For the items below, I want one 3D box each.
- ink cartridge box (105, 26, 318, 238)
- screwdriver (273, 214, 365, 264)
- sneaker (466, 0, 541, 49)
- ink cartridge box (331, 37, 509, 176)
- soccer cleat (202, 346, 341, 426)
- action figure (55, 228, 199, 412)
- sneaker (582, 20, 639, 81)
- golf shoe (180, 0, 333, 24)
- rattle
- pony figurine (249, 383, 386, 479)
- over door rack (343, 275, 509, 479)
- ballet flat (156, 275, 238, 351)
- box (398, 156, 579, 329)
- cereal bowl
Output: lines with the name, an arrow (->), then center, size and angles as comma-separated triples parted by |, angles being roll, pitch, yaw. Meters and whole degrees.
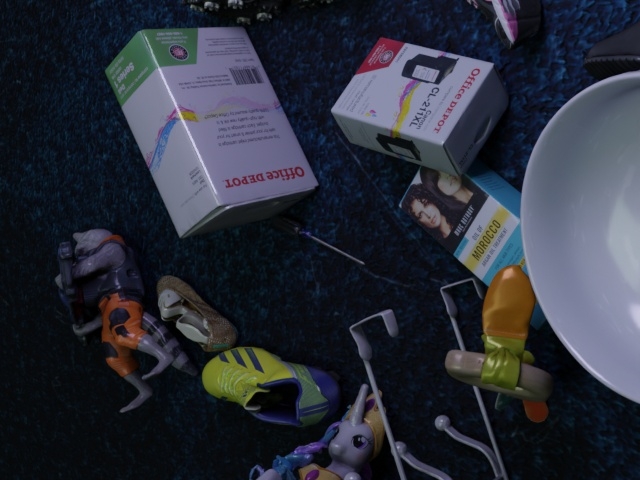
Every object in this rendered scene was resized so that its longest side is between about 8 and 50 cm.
ink cartridge box -> -0.155, -0.160, 1.385 | 0.117, 0.201, 0.278 | -34, 78, 42
screwdriver -> 0.000, 0.000, 1.414 | 0.169, 0.025, 0.024 | 25, 115, 26
sneaker -> 0.198, -0.303, 1.137 | 0.077, 0.072, 0.178 | -36, 67, 53
ink cartridge box -> 0.123, -0.168, 1.180 | 0.175, 0.072, 0.127 | 22, 71, 37
soccer cleat -> -0.098, 0.225, 1.478 | 0.289, 0.121, 0.094 | 4, 103, 42
action figure -> -0.358, 0.130, 1.710 | 0.341, 0.178, 0.330 | 113, 135, -65
sneaker -> 0.409, -0.217, 0.934 | 0.330, 0.122, 0.146 | 2, 72, 55
golf shoe -> -0.083, -0.380, 1.357 | 0.272, 0.105, 0.120 | -2, 83, 37
rattle -> 0.234, 0.131, 1.156 | 0.130, 0.199, 0.143 | -15, 64, 34
pony figurine -> 0.005, 0.420, 1.325 | 0.302, 0.363, 0.351 | 10, 122, 33
over door rack -> 0.129, 0.222, 1.197 | 0.108, 0.239, 0.324 | -4, 97, 37
ballet flat -> -0.225, 0.121, 1.605 | 0.206, 0.067, 0.073 | 30, 119, 34
box -> 0.216, -0.011, 1.182 | 0.244, 0.060, 0.101 | 44, 125, 26
cereal bowl -> 0.365, -0.008, 0.948 | 0.339, 0.141, 0.339 | 28, 124, 50
